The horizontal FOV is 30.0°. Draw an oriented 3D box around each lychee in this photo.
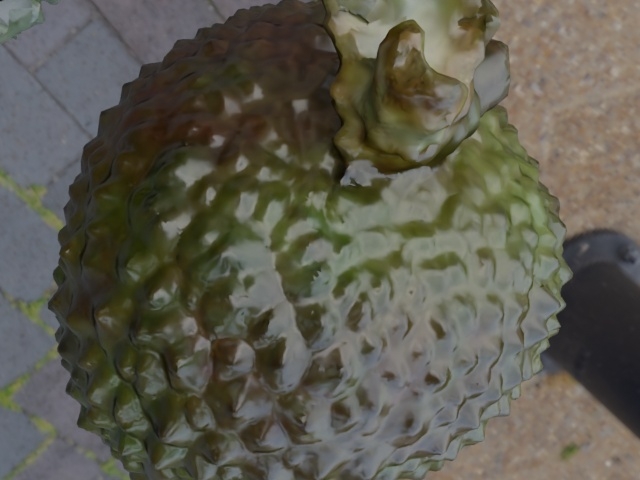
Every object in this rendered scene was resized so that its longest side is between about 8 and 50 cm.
[{"bbox_3d":[-0.006,0.006,0.613,0.320,0.270,0.270,-28,143,31],"label":"lychee"}]

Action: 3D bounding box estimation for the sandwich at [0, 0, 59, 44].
[{"bbox_3d":[-0.208,-0.200,0.464,0.262,0.131,0.325,4,85,-12],"label":"sandwich"}]
